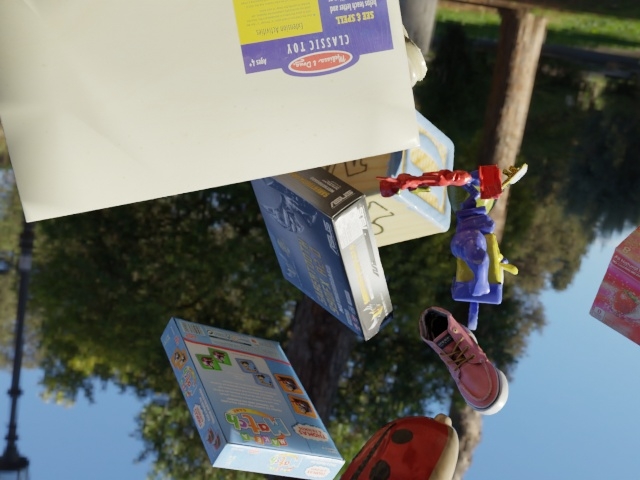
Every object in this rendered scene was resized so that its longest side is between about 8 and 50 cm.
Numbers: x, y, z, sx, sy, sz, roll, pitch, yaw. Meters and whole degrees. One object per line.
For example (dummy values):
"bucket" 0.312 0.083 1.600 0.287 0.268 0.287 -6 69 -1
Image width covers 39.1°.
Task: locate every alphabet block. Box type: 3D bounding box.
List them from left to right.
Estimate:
"alphabet block" 0.109 -0.115 1.635 0.197 0.193 0.192 -13 147 38

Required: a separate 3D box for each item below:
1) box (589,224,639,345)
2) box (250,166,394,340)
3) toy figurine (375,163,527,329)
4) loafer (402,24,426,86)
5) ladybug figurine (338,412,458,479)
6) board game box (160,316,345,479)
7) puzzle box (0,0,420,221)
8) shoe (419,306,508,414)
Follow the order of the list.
"box" 0.587 0.107 1.361 0.300 0.154 0.142 35 -130 28
"box" 0.000 0.000 1.173 0.056 0.231 0.183 -37 -133 -21
"toy figurine" 0.184 0.015 1.256 0.191 0.217 0.362 -4 -179 5
"loafer" 0.084 -0.274 1.258 0.092 0.102 0.268 -36 -154 -5
"ladybug figurine" 0.142 0.570 2.030 0.162 0.449 0.305 36 172 -12
"board game box" -0.082 0.180 1.033 0.160 0.039 0.211 19 -158 -35
"puzzle box" -0.118 -0.188 0.897 0.409 0.272 0.052 -11 -169 -6
"shoe" 0.189 0.160 1.225 0.081 0.063 0.178 38 -165 -28
